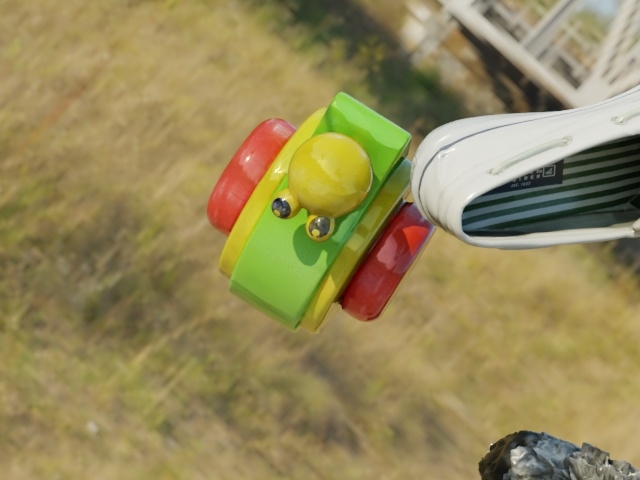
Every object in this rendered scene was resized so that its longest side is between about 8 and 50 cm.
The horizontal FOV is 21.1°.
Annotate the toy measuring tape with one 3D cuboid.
[{"bbox_3d":[0.000,0.000,0.967,0.121,0.121,0.330,44,-5,6],"label":"toy measuring tape"}]

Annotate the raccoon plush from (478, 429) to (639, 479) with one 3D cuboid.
[{"bbox_3d":[0.210,0.328,1.261,0.446,0.299,0.216,11,-22,49],"label":"raccoon plush"}]

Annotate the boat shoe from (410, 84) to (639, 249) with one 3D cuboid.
[{"bbox_3d":[0.160,-0.032,0.840,0.076,0.226,0.083,-114,-170,-61],"label":"boat shoe"}]
